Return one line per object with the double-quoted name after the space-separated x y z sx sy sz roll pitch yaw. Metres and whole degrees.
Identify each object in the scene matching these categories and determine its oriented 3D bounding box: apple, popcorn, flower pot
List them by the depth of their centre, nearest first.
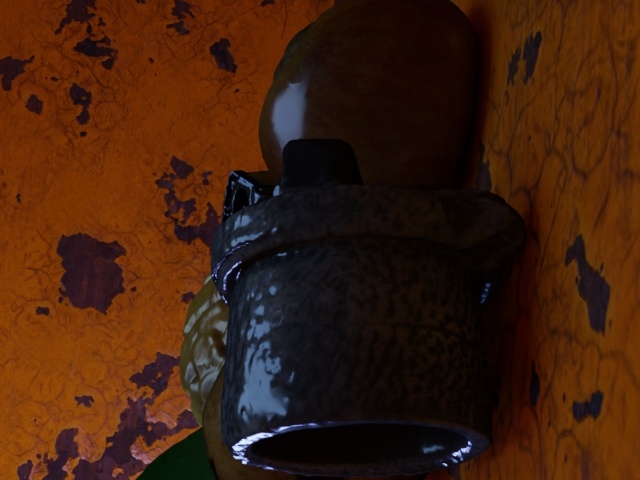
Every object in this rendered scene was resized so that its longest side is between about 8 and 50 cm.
0.051 0.057 0.875 0.299 0.299 0.283 105 166 -63 "flower pot"
0.054 -0.166 1.153 0.277 0.250 0.309 104 175 -64 "apple"
-0.071 0.191 1.630 0.354 0.390 0.344 -31 -27 -55 "popcorn"

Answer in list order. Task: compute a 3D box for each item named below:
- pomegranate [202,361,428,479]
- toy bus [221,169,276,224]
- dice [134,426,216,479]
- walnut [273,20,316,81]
0.004 0.208 1.110 0.281 0.281 0.281 -173 90 -86 "pomegranate"
0.000 0.000 1.319 0.287 0.175 0.138 33 123 43 "toy bus"
-0.103 0.452 1.349 0.287 0.300 0.297 24 139 49 "dice"
0.035 -0.258 1.565 0.283 0.283 0.227 -92 -19 -63 "walnut"
